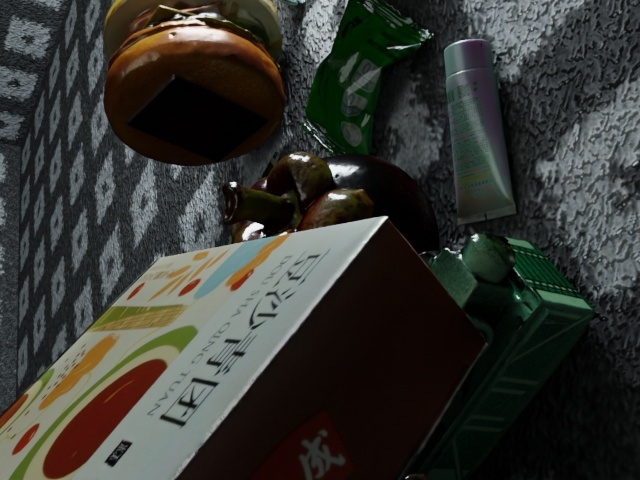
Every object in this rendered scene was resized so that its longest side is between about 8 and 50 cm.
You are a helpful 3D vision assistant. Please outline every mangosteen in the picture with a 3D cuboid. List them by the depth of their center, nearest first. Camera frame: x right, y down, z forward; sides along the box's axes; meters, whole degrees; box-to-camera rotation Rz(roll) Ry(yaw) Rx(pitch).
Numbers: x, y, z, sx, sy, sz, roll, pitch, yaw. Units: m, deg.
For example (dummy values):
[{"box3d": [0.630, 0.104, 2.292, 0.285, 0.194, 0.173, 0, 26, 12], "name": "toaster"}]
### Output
[{"box3d": [0.000, 0.000, 0.714, 0.211, 0.250, 0.211, -24, 51, 33], "name": "mangosteen"}]

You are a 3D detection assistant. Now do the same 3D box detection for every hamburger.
[{"box3d": [-0.183, -0.264, 1.067, 0.291, 0.291, 0.225, -44, 43, 45], "name": "hamburger"}]

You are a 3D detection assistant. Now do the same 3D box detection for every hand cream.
[{"box3d": [0.152, -0.105, 0.701, 0.076, 0.047, 0.174, -14, 79, 56], "name": "hand cream"}]

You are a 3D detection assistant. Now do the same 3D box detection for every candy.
[{"box3d": [0.038, -0.193, 0.870, 0.141, 0.078, 0.203, 60, 137, 46], "name": "candy"}]

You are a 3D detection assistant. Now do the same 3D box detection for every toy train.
[{"box3d": [0.101, 0.103, 0.616, 0.269, 0.155, 0.115, -63, 38, 27], "name": "toy train"}]

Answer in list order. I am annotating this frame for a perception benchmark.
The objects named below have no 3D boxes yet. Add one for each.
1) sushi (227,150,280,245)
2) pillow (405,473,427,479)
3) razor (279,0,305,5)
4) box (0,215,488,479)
[{"box3d": [-0.103, -0.008, 1.082, 0.210, 0.040, 0.192, -59, 38, 32], "name": "sushi"}, {"box3d": [0.014, 0.372, 0.489, 0.307, 0.306, 0.108, 62, 170, 8], "name": "pillow"}, {"box3d": [0.002, -0.454, 1.019, 0.232, 0.068, 0.106, -39, 52, 39], "name": "razor"}, {"box3d": [-0.128, 0.156, 0.527, 0.344, 0.122, 0.385, -50, 21, -27], "name": "box"}]
